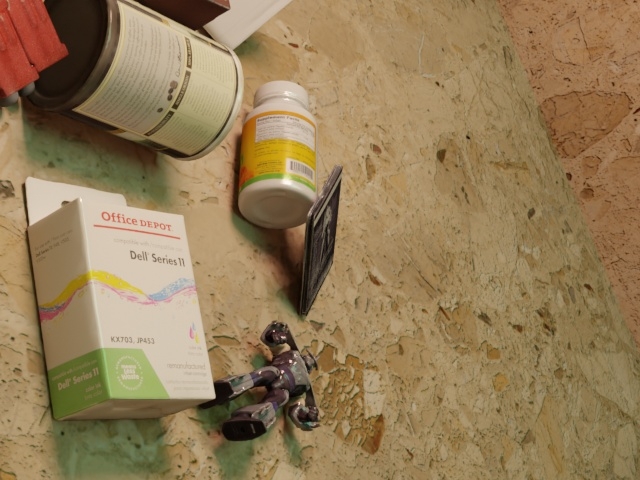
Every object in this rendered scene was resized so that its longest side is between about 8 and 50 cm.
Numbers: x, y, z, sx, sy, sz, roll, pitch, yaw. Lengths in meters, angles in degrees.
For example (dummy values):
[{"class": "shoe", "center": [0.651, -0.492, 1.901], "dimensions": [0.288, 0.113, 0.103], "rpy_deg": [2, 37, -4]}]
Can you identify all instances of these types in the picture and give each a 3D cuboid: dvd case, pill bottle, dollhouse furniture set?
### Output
[{"class": "dvd case", "center": [0.000, 0.000, 2.041], "dimensions": [0.164, 0.018, 0.221], "rpy_deg": [-62, 163, -50]}, {"class": "pill bottle", "center": [-0.072, -0.155, 2.055], "dimensions": [0.136, 0.136, 0.245], "rpy_deg": [32, 46, -40]}, {"class": "dollhouse furniture set", "center": [-0.492, -0.354, 1.449], "dimensions": [0.152, 0.201, 0.374], "rpy_deg": [-56, 136, -52]}]

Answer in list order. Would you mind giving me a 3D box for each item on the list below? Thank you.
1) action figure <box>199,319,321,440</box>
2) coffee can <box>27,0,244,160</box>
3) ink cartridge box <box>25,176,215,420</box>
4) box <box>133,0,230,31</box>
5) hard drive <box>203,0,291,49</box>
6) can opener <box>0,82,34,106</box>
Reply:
[{"class": "action figure", "center": [-0.070, 0.230, 1.859], "dimensions": [0.185, 0.099, 0.285], "rpy_deg": [61, 30, 2]}, {"class": "coffee can", "center": [-0.280, -0.252, 1.770], "dimensions": [0.275, 0.201, 0.201], "rpy_deg": [20, 55, -47]}, {"class": "ink cartridge box", "center": [-0.284, 0.066, 1.642], "dimensions": [0.207, 0.119, 0.353], "rpy_deg": [9, 63, -51]}, {"class": "box", "center": [-0.282, -0.418, 1.871], "dimensions": [0.167, 0.203, 0.168], "rpy_deg": [14, 60, -50]}, {"class": "hard drive", "center": [-0.191, -0.535, 2.052], "dimensions": [0.353, 0.233, 0.047], "rpy_deg": [48, 9, -25]}, {"class": "can opener", "center": [-0.451, -0.320, 1.603], "dimensions": [0.074, 0.093, 0.280], "rpy_deg": [-45, 135, -49]}]
